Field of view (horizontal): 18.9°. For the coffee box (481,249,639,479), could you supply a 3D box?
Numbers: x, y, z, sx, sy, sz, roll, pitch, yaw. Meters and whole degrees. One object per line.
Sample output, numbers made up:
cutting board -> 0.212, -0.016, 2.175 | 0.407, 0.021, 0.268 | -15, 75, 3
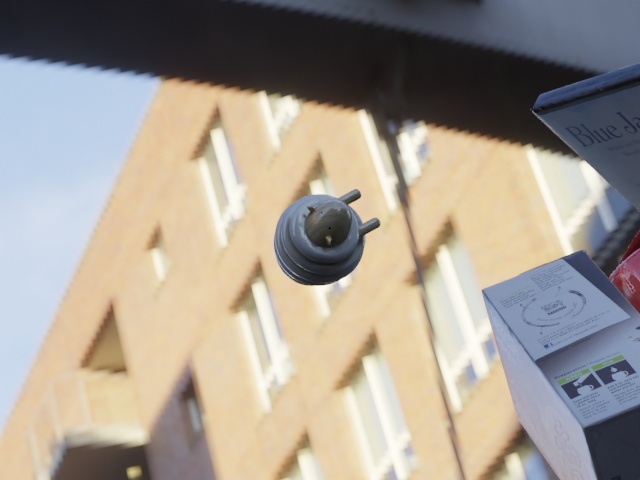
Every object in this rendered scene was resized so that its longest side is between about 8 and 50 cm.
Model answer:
coffee box -> 0.269, 0.153, 1.833 | 0.118, 0.297, 0.168 | -21, -63, -5

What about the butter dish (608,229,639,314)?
butter dish -> 0.368, 0.090, 2.190 | 0.118, 0.160, 0.160 | -20, -33, -37

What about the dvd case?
dvd case -> 0.307, -0.048, 1.494 | 0.253, 0.022, 0.180 | 40, -28, -22

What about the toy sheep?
toy sheep -> 0.000, 0.000, 1.728 | 0.091, 0.091, 0.132 | -6, -24, -16
